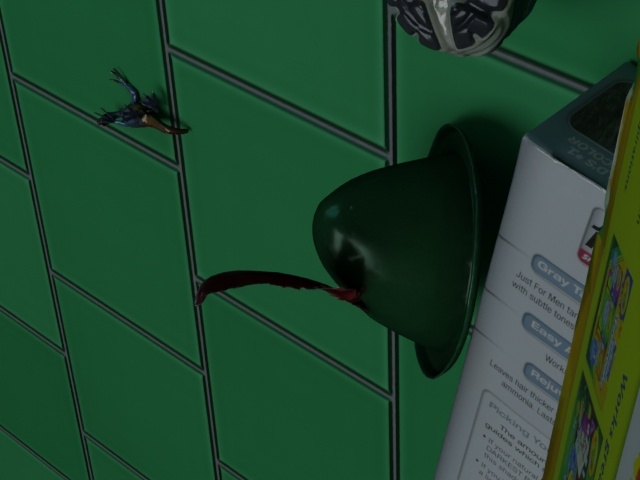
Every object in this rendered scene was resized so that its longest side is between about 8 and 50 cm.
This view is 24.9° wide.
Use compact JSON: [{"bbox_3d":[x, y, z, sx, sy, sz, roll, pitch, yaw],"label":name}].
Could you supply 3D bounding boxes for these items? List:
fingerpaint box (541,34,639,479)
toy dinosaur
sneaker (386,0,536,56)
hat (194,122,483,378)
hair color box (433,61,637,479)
[{"bbox_3d":[0.216,0.035,0.527,0.163,0.371,0.444,7,112,-2],"label":"fingerpaint box"},{"bbox_3d":[-0.167,-0.106,1.274,0.090,0.047,0.082,45,165,-3],"label":"toy dinosaur"},{"bbox_3d":[0.075,-0.241,0.802,0.107,0.110,0.275,4,105,30],"label":"sneaker"},{"bbox_3d":[0.000,0.000,0.963,0.208,0.184,0.172,114,157,-66],"label":"hat"},{"bbox_3d":[0.195,0.095,0.929,0.185,0.114,0.374,37,142,25],"label":"hair color box"}]
